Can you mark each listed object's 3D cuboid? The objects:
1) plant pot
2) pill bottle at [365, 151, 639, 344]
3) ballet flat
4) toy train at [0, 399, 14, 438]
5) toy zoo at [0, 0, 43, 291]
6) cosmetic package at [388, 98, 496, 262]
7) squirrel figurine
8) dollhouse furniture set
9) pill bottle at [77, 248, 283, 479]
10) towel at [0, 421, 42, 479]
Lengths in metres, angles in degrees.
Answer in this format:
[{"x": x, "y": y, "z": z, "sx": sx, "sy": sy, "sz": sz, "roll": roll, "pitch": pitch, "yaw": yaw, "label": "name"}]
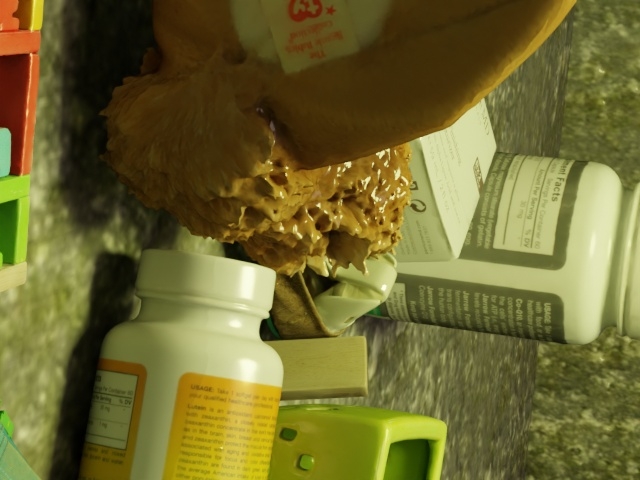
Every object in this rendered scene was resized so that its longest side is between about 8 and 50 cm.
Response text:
[{"x": -0.033, "y": 0.235, "z": 1.457, "sx": 0.227, "sy": 0.207, "sz": 0.228, "roll": 20, "pitch": 81, "yaw": -73, "label": "plant pot"}, {"x": 0.220, "y": 0.006, "z": 1.981, "sx": 0.204, "sy": 0.361, "sz": 0.204, "roll": 8, "pitch": 90, "yaw": -75, "label": "pill bottle"}, {"x": 0.000, "y": 0.000, "z": 1.597, "sx": 0.342, "sy": 0.124, "sz": 0.116, "roll": 73, "pitch": 32, "yaw": -49, "label": "ballet flat"}, {"x": -0.211, "y": 0.104, "z": 1.130, "sx": 0.083, "sy": 0.017, "sz": 0.024, "roll": 76, "pitch": 17, "yaw": -53, "label": "toy train"}, {"x": -0.210, "y": -0.105, "z": 1.005, "sx": 0.192, "sy": 0.030, "sz": 0.293, "roll": -24, "pitch": 121, "yaw": -72, "label": "toy zoo"}, {"x": 0.066, "y": -0.091, "z": 1.737, "sx": 0.184, "sy": 0.151, "sz": 0.151, "roll": -66, "pitch": 147, "yaw": -45, "label": "cosmetic package"}, {"x": 0.019, "y": -0.168, "z": 1.327, "sx": 0.397, "sy": 0.281, "sz": 0.370, "roll": -55, "pitch": 175, "yaw": 20, "label": "squirrel figurine"}, {"x": -0.022, "y": 0.186, "z": 1.660, "sx": 0.123, "sy": 0.144, "sz": 0.151, "roll": 78, "pitch": 10, "yaw": -62, "label": "dollhouse furniture set"}, {"x": -0.101, "y": 0.135, "z": 1.311, "sx": 0.136, "sy": 0.136, "sz": 0.246, "roll": 28, "pitch": 71, "yaw": -74, "label": "pill bottle"}, {"x": -0.255, "y": 0.263, "z": 1.013, "sx": 0.271, "sy": 0.040, "sz": 0.370, "roll": 73, "pitch": 31, "yaw": -54, "label": "towel"}]
